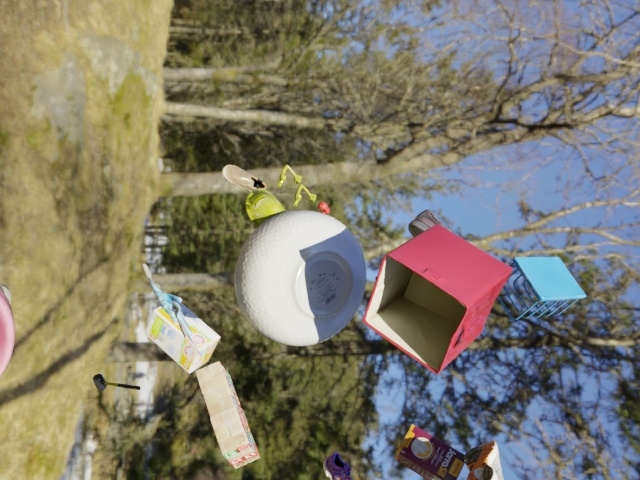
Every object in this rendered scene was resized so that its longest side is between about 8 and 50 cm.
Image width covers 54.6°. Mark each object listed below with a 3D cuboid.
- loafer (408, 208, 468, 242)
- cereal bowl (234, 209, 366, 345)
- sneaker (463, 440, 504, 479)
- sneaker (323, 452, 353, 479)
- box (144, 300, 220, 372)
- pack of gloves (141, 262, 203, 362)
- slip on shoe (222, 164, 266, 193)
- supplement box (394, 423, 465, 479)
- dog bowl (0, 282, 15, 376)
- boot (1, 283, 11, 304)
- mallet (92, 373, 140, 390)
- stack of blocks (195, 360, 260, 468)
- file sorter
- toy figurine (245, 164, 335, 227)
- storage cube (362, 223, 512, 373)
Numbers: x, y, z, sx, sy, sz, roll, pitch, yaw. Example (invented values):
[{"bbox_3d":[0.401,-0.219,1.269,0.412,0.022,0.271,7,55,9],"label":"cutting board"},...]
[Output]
[{"bbox_3d":[0.417,0.011,1.922,0.095,0.303,0.109,-48,168,-21],"label":"loafer"},{"bbox_3d":[-0.024,0.093,1.478,0.141,0.339,0.338,7,-82,59],"label":"cereal bowl"},{"bbox_3d":[0.462,0.653,1.701,0.121,0.099,0.262,61,20,-1],"label":"sneaker"},{"bbox_3d":[0.069,0.701,1.818,0.170,0.068,0.071,51,-60,33],"label":"sneaker"},{"bbox_3d":[-0.435,0.299,1.953,0.103,0.203,0.114,-31,155,-56],"label":"box"},{"bbox_3d":[-0.342,0.159,1.488,0.195,0.046,0.232,61,-11,-30],"label":"pack of gloves"},{"bbox_3d":[-0.199,-0.161,1.628,0.041,0.135,0.051,-7,-118,38],"label":"slip on shoe"},{"bbox_3d":[0.330,0.653,1.859,0.104,0.188,0.080,-52,158,-30],"label":"supplement box"},{"bbox_3d":[-0.806,0.197,1.222,0.150,0.408,0.407,22,-62,38],"label":"dog bowl"},{"bbox_3d":[-0.851,0.234,1.544,0.178,0.085,0.236,-73,168,-87],"label":"boot"},{"bbox_3d":[-0.755,0.543,2.305,0.039,0.190,0.062,-66,163,-50],"label":"mallet"},{"bbox_3d":[-0.299,0.561,1.999,0.171,0.087,0.297,77,-12,-56],"label":"stack of blocks"},{"bbox_3d":[0.511,0.115,1.465,0.104,0.170,0.118,-54,-132,40],"label":"file sorter"},{"bbox_3d":[0.000,0.000,1.547,0.362,0.191,0.217,54,-15,-29],"label":"toy figurine"},{"bbox_3d":[0.231,0.108,1.237,0.215,0.193,0.183,34,-51,27],"label":"storage cube"}]
